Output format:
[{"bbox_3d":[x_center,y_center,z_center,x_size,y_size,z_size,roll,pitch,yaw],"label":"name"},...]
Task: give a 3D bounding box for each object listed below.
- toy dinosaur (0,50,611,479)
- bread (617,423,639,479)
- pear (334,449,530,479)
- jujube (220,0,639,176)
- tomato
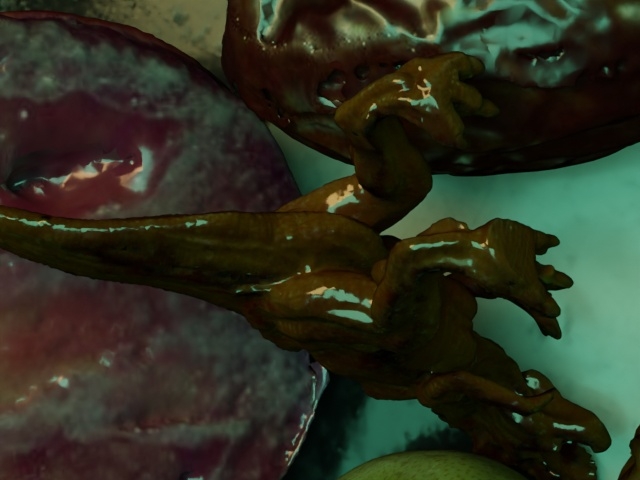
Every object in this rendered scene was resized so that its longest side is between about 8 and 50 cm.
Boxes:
[{"bbox_3d":[0.000,0.000,0.894,0.432,0.097,0.208,28,138,-23],"label":"toy dinosaur"},{"bbox_3d":[0.285,0.232,0.860,0.337,0.148,0.327,-1,97,52],"label":"bread"},{"bbox_3d":[0.054,0.182,0.958,0.167,0.167,0.136,-33,120,13],"label":"pear"},{"bbox_3d":[0.069,-0.120,0.954,0.243,0.183,0.183,3,91,7],"label":"jujube"},{"bbox_3d":[-0.156,0.052,1.011,0.290,0.176,0.334,-9,94,-19],"label":"tomato"}]
